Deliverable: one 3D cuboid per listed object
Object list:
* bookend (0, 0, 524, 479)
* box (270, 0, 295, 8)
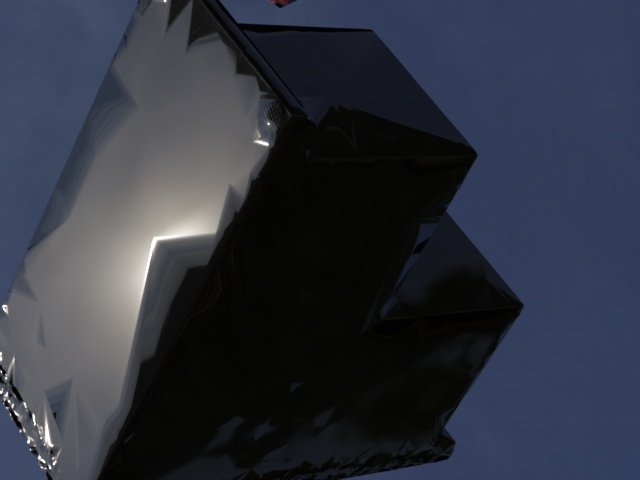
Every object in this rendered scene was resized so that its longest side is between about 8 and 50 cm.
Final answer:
[{"bbox_3d":[0.000,0.000,0.549,0.156,0.072,0.157,-4,-45,-41],"label":"bookend"},{"bbox_3d":[0.006,-0.144,0.674,0.094,0.137,0.027,31,-130,-40],"label":"box"}]
